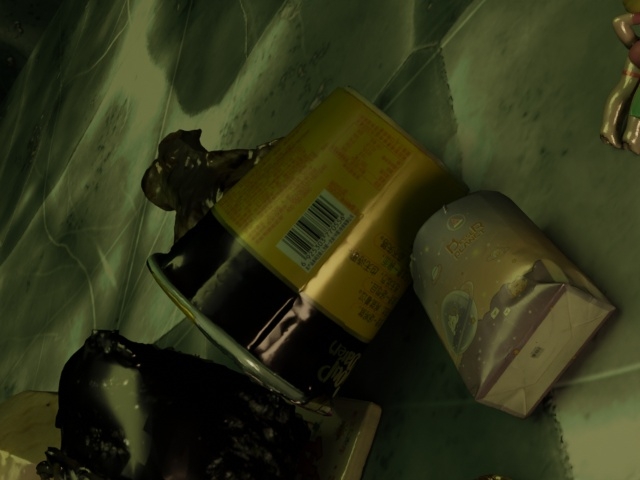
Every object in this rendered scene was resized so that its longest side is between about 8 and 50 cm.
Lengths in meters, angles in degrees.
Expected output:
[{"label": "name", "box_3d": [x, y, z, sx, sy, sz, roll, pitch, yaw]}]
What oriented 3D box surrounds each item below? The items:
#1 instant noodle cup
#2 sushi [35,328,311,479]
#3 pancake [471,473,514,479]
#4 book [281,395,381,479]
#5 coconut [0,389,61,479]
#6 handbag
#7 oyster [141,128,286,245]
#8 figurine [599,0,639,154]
[{"label": "instant noodle cup", "box_3d": [0.000, 0.000, 1.107, 0.236, 0.215, 0.215, -50, 28, 4]}, {"label": "sushi", "box_3d": [-0.138, 0.211, 1.091, 0.238, 0.225, 0.218, -9, 58, 57]}, {"label": "pancake", "box_3d": [0.112, 0.238, 0.896, 0.151, 0.025, 0.151, -40, 37, 40]}, {"label": "book", "box_3d": [-0.034, 0.217, 1.182, 0.232, 0.022, 0.162, -3, 65, 61]}, {"label": "coconut", "box_3d": [-0.264, 0.269, 1.289, 0.259, 0.259, 0.259, -42, 35, 39]}, {"label": "handbag", "box_3d": [0.128, 0.038, 0.959, 0.117, 0.095, 0.173, -54, 32, 15]}, {"label": "oyster", "box_3d": [-0.091, -0.053, 1.395, 0.197, 0.133, 0.337, -56, 32, 3]}, {"label": "figurine", "box_3d": [0.244, -0.157, 0.937, 0.083, 0.083, 0.187, 39, 112, 63]}]
